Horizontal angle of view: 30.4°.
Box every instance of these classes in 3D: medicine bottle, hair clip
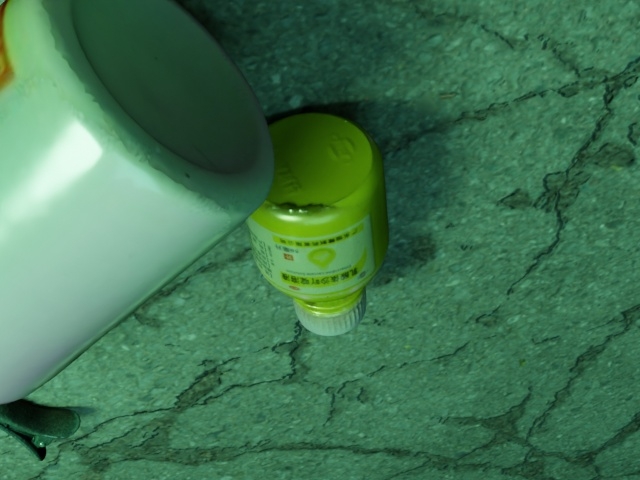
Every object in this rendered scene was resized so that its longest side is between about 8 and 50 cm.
[{"bbox_3d":[0.000,0.000,1.030,0.122,0.121,0.212,-13,142,-3],"label":"medicine bottle"},{"bbox_3d":[-0.235,-0.005,0.863,0.388,0.219,0.219,-39,137,26],"label":"medicine bottle"},{"bbox_3d":[-0.356,0.166,1.189,0.230,0.039,0.070,29,124,-36],"label":"hair clip"}]
